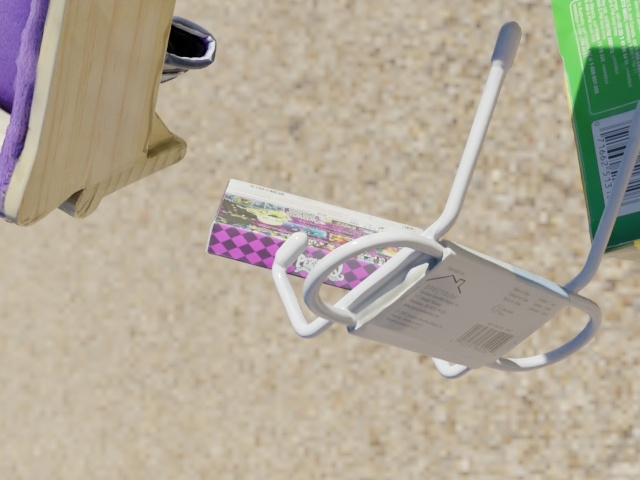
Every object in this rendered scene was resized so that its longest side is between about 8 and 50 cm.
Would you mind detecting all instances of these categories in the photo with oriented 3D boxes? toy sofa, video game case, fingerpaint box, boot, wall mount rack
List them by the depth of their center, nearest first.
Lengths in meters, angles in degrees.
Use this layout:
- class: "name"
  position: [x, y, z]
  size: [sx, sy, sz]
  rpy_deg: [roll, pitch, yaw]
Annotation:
- class: "toy sofa"
  position: [-0.159, -0.199, 1.068]
  size: [0.150, 0.177, 0.362]
  rpy_deg: [29, 124, 23]
- class: "wall mount rack"
  position: [0.136, -0.013, 1.492]
  size: [0.304, 0.350, 0.130]
  rpy_deg: [-41, 53, 26]
- class: "boot"
  position: [-0.183, -0.179, 1.494]
  size: [0.086, 0.190, 0.069]
  rpy_deg: [-9, 77, 50]
- class: "fingerpaint box"
  position: [0.387, -0.202, 1.763]
  size: [0.163, 0.371, 0.445]
  rpy_deg: [-16, 75, 33]
- class: "video game case"
  position: [0.000, 0.000, 1.900]
  size: [0.210, 0.232, 0.042]
  rpy_deg: [-86, 11, -76]
